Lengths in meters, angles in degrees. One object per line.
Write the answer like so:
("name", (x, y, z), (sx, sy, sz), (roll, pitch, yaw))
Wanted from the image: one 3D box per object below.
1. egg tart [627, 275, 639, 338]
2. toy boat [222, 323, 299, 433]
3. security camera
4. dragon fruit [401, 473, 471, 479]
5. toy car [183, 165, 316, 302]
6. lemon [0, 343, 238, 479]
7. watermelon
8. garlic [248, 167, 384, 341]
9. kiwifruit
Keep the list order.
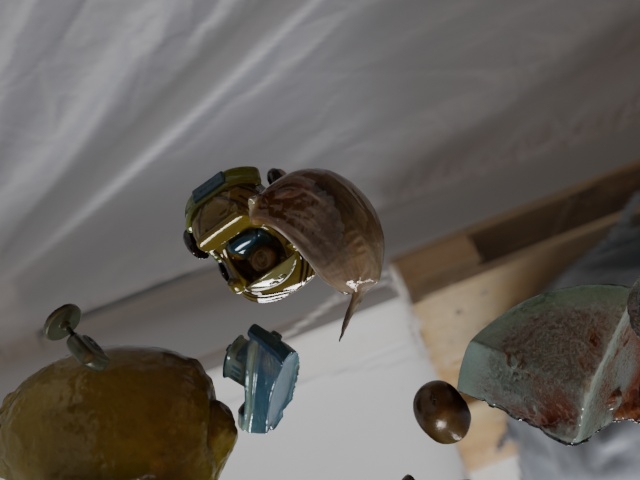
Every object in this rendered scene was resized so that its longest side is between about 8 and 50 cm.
("egg tart", (0.479, 0.060, 1.604), (0.234, 0.234, 0.094), (-113, 1, -51))
("toy boat", (-0.093, 0.182, 1.851), (0.102, 0.088, 0.215), (27, 144, 13))
("security camera", (-0.293, 0.124, 1.657), (0.092, 0.058, 0.058), (39, 163, 30))
("dragon fruit", (0.183, 0.480, 2.063), (0.315, 0.250, 0.250), (75, 174, -63))
("toy car", (-0.097, 0.005, 2.122), (0.248, 0.200, 0.142), (39, -156, -35))
("lemon", (-0.284, 0.277, 1.863), (0.285, 0.316, 0.285), (56, 175, 7))
("watermelon", (0.374, 0.177, 1.862), (0.214, 0.320, 0.289), (-85, 21, -45))
("garlic", (0.012, 0.001, 1.584), (0.198, 0.128, 0.090), (52, -170, 10))
("kiwifruit", (0.163, 0.232, 1.822), (0.124, 0.075, 0.075), (55, -169, -61))
